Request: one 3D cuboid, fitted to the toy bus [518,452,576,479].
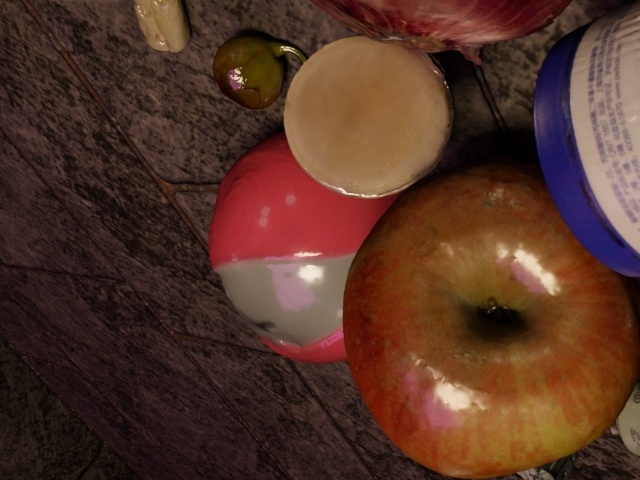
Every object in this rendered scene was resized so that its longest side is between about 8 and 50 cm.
[{"bbox_3d":[0.288,0.272,1.255,0.089,0.087,0.194,8,141,51],"label":"toy bus"}]

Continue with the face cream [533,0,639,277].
[{"bbox_3d":[0.265,-0.081,0.658,0.206,0.206,0.111,46,146,-16],"label":"face cream"}]

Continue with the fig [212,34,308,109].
[{"bbox_3d":[-0.072,-0.197,0.994,0.098,0.082,0.084,-40,87,20],"label":"fig"}]

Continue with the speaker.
[{"bbox_3d":[0.000,0.000,1.080,0.294,0.294,0.294,26,149,17],"label":"speaker"}]

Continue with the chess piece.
[{"bbox_3d":[0.060,-0.101,0.849,0.142,0.143,0.261,31,-176,9],"label":"chess piece"}]

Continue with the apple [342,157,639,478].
[{"bbox_3d":[0.163,0.083,0.870,0.301,0.301,0.301,26,149,17],"label":"apple"}]

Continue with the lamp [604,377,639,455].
[{"bbox_3d":[0.401,0.188,0.890,0.314,0.182,0.182,-11,127,38],"label":"lamp"}]

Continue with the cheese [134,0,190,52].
[{"bbox_3d":[-0.190,-0.295,0.994,0.065,0.043,0.194,24,147,23],"label":"cheese"}]

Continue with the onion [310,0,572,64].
[{"bbox_3d":[0.080,-0.247,0.635,0.252,0.219,0.252,6,-179,0],"label":"onion"}]
